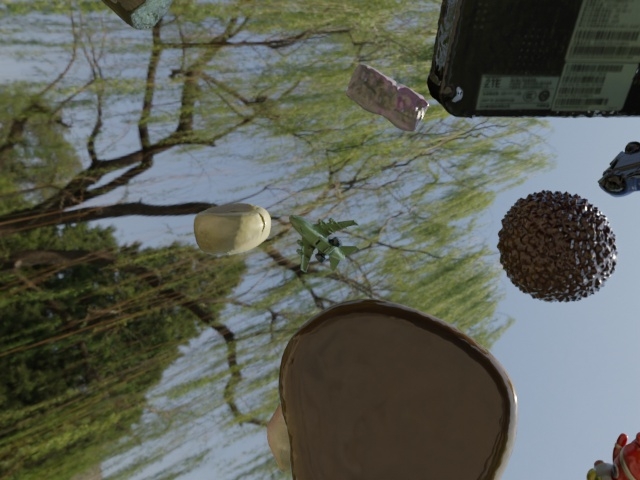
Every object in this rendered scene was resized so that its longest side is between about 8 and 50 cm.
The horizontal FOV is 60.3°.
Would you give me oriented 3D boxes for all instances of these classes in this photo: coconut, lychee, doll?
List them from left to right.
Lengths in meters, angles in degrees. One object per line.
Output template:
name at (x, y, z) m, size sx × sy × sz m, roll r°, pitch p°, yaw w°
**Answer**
coconut at (-0.026, 0.289, 0.820) m, size 0.110 × 0.110 × 0.124 m, roll 24°, pitch -92°, yaw 38°
lychee at (0.374, 0.006, 0.882) m, size 0.188 × 0.188 × 0.188 m, roll 17°, pitch -64°, yaw 40°
doll at (0.613, 0.489, 1.132) m, size 0.076 × 0.142 × 0.245 m, roll 15°, pitch -47°, yaw -3°

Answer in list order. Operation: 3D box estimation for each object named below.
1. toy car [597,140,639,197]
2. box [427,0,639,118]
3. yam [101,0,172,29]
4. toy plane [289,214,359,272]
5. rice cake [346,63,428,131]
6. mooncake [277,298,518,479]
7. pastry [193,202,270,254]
toy car at (0.550, -0.122, 0.875) m, size 0.063 × 0.103 × 0.216 m, roll 48°, pitch -23°, yaw -13°
box at (0.292, -0.230, 0.555) m, size 0.058 × 0.350 × 0.211 m, roll -106°, pitch -164°, yaw -52°
yam at (-0.323, -0.385, 0.613) m, size 0.371 × 0.083 × 0.083 m, roll 40°, pitch -47°, yaw -2°
toy plane at (0.000, 0.000, 0.732) m, size 0.102 × 0.111 × 0.040 m, roll -45°, pitch -142°, yaw 12°
rice cake at (0.095, -0.207, 0.792) m, size 0.106 × 0.298 × 0.050 m, roll 28°, pitch -73°, yaw -3°
mooncake at (0.074, 0.174, 0.545) m, size 0.235 × 0.235 × 0.117 m, roll 46°, pitch -20°, yaw 23°
pastry at (-0.173, -0.023, 1.096) m, size 0.156 × 0.156 × 0.092 m, roll 3°, pitch -71°, yaw 44°
